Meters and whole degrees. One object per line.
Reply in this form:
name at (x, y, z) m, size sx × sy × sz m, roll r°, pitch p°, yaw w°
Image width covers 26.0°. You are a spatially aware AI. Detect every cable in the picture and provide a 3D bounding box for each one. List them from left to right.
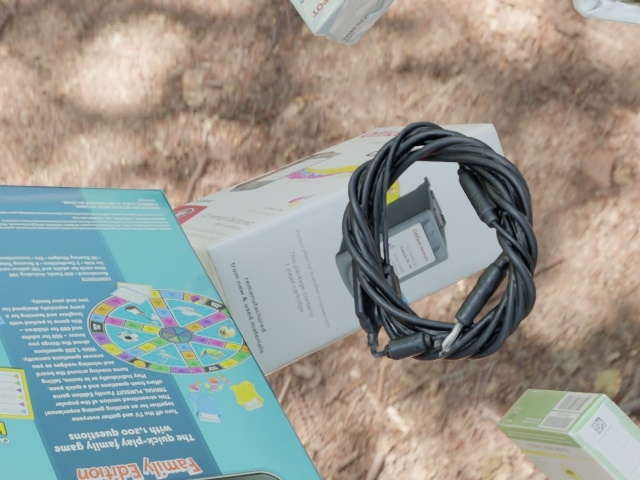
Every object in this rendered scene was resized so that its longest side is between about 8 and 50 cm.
cable at (0.088, -0.003, 1.025) m, size 0.150 × 0.047 × 0.185 m, roll -10°, pitch 74°, yaw 32°

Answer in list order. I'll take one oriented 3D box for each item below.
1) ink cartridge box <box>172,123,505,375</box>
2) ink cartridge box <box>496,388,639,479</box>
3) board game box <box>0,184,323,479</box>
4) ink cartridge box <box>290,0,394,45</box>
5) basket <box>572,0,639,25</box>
ink cartridge box at (0.000, 0.000, 1.284) m, size 0.306 × 0.226 × 0.131 m, roll -25°, pitch 105°, yaw -24°
ink cartridge box at (0.285, 0.231, 1.257) m, size 0.235 × 0.171 × 0.056 m, roll 45°, pitch 76°, yaw -7°
board game box at (-0.166, 0.100, 0.914) m, size 0.253 × 0.079 × 0.336 m, roll 0°, pitch 43°, yaw -36°
ink cartridge box at (0.010, -0.284, 1.363) m, size 0.063 × 0.109 × 0.150 m, roll 6°, pitch 44°, yaw -52°
basket at (0.269, -0.268, 1.131) m, size 0.113 × 0.167 × 0.103 m, roll 6°, pitch 25°, yaw -4°
